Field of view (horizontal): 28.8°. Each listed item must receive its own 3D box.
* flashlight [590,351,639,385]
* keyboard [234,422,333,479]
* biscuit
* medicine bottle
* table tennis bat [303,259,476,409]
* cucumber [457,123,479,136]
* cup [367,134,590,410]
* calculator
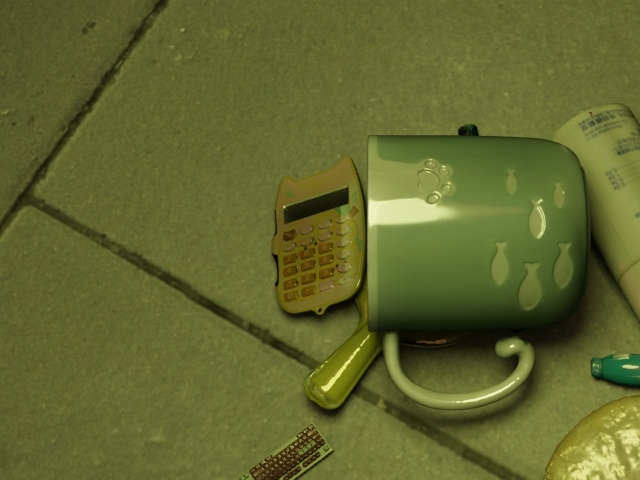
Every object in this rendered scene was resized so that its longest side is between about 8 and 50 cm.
[{"bbox_3d":[0.416,0.171,1.616,0.129,0.051,0.051,0,67,19],"label":"flashlight"},{"bbox_3d":[-0.062,0.315,1.685,0.166,0.017,0.055,-36,64,-3],"label":"keyboard"},{"bbox_3d":[0.394,0.295,1.571,0.265,0.040,0.188,-38,62,-5],"label":"biscuit"},{"bbox_3d":[0.429,-0.012,1.644,0.130,0.130,0.341,-25,64,2],"label":"medicine bottle"},{"bbox_3d":[0.113,0.089,1.726,0.224,0.054,0.368,35,75,22],"label":"table tennis bat"},{"bbox_3d":[0.226,-0.104,1.789,0.032,0.032,0.133,-15,66,7],"label":"cucumber"},{"bbox_3d":[0.197,0.040,1.598,0.274,0.259,0.356,-1,91,4],"label":"cup"},{"bbox_3d":[0.000,0.000,1.774,0.157,0.033,0.236,-16,58,27],"label":"calculator"}]
